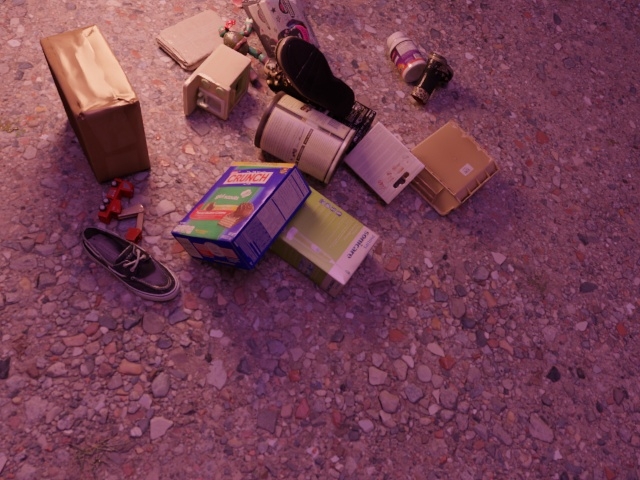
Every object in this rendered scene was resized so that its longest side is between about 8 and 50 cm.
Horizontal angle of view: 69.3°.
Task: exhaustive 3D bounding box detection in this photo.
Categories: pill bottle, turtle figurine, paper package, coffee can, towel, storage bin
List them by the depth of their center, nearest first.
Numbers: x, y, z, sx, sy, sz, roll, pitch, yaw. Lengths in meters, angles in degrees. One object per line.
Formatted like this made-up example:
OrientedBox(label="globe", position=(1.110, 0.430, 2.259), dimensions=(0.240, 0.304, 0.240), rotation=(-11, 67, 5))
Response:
OrientedBox(label="paper package", position=(-0.636, -0.380, 1.334), dimensions=(0.168, 0.325, 0.309), rotation=(-24, 72, -23))
OrientedBox(label="coffee can", position=(-0.050, -0.335, 1.527), dimensions=(0.275, 0.201, 0.201), rotation=(29, 61, 1))
OrientedBox(label="turtle figurine", position=(-0.289, -0.691, 1.650), dimensions=(0.234, 0.175, 0.118), rotation=(45, 31, -19))
OrientedBox(label="storage bin", position=(0.457, -0.259, 1.660), dimensions=(0.262, 0.123, 0.260), rotation=(-37, 78, -27))
OrientedBox(label="towel", position=(-0.448, -0.748, 1.726), dimensions=(0.187, 0.049, 0.282), rotation=(44, 61, 8))
OrientedBox(label="pill bottle", position=(0.346, -0.752, 1.888), dimensions=(0.108, 0.108, 0.193), rotation=(-15, 68, -20))

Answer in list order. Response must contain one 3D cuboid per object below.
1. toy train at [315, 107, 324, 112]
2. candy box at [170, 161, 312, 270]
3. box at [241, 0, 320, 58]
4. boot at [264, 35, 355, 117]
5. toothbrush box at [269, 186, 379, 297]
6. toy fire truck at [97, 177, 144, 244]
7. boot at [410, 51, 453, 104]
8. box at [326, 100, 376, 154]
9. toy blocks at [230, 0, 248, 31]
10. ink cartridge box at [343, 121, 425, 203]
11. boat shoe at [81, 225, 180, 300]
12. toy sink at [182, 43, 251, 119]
OrientedBox(label="toy train", position=(0.011, -0.502, 1.727), dimensions=(0.036, 0.027, 0.158), rotation=(37, 60, -6))
OrientedBox(label="candy box", position=(-0.223, -0.084, 1.330), dimensions=(0.268, 0.122, 0.317), rotation=(8, 50, 38))
OrientedBox(label="box", position=(-0.140, -0.772, 1.667), dimensions=(0.142, 0.247, 0.163), rotation=(-45, 41, -16))
OrientedBox(label="boot", position=(-0.083, -0.546, 1.525), dimensions=(0.284, 0.377, 0.138), rotation=(30, 97, 37))
OrientedBox(label="toothbrush box", position=(0.000, 0.000, 1.416), dimensions=(0.283, 0.122, 0.206), rotation=(35, 62, 6))
OrientedBox(label="toy fire truck", position=(-0.571, -0.085, 1.360), dimensions=(0.135, 0.047, 0.192), rotation=(15, 60, -7))
OrientedBox(label="boot", position=(0.444, -0.630, 1.858), dimensions=(0.085, 0.236, 0.179), rotation=(33, 103, 22))
OrientedBox(label="box", position=(0.095, -0.420, 1.675), dimensions=(0.147, 0.077, 0.180), rotation=(30, 61, 2))
OrientedBox(label="toy blocks", position=(-0.199, -0.954, 1.756), dimensions=(0.309, 0.288, 0.260), rotation=(28, 54, -2))
OrientedBox(label="ink cartridge box", position=(0.217, -0.264, 1.588), dimensions=(0.225, 0.056, 0.181), rotation=(46, 100, 8))
OrientedBox(label="boat shoe", position=(-0.521, 0.058, 1.269), dimensions=(0.301, 0.102, 0.108), rotation=(34, 61, 5))
OrientedBox(label="toy sink", position=(-0.345, -0.517, 1.574), dimensions=(0.131, 0.153, 0.234), rotation=(29, 60, 1))
